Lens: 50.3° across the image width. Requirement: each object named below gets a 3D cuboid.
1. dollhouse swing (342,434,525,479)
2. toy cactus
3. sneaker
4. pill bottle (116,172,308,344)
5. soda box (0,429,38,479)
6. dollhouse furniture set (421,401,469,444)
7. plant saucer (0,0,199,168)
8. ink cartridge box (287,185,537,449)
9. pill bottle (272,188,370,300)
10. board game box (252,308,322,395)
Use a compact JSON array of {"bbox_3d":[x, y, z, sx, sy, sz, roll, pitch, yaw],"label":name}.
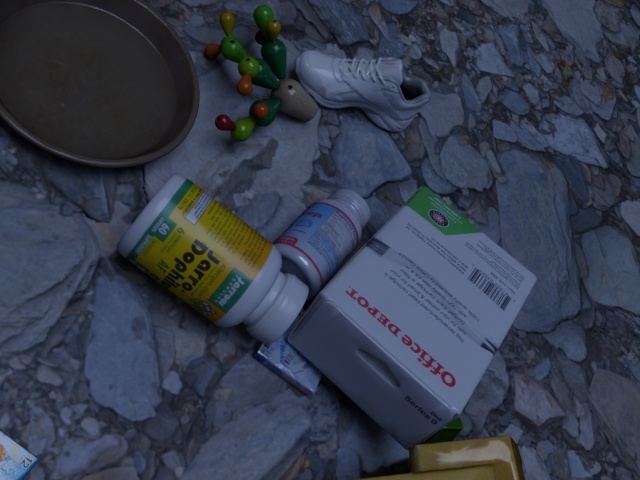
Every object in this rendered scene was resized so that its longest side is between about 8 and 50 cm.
[{"bbox_3d":[0.111,0.431,0.796,0.315,0.304,0.347,47,33,-64],"label":"dollhouse swing"},{"bbox_3d":[-0.081,-0.220,0.972,0.180,0.112,0.219,29,50,-42],"label":"toy cactus"},{"bbox_3d":[0.073,-0.256,1.063,0.232,0.115,0.091,13,61,-28],"label":"sneaker"},{"bbox_3d":[-0.120,0.027,0.797,0.208,0.117,0.118,39,52,-12],"label":"pill bottle"},{"bbox_3d":[-0.333,0.250,0.588,0.063,0.058,0.183,42,52,-10],"label":"soda box"},{"bbox_3d":[0.154,0.209,0.955,0.076,0.059,0.152,7,45,-23],"label":"dollhouse furniture set"},{"bbox_3d":[-0.287,-0.209,0.852,0.277,0.041,0.278,15,61,-28],"label":"plant saucer"},{"bbox_3d":[0.126,0.089,0.891,0.211,0.122,0.289,41,46,7],"label":"ink cartridge box"},{"bbox_3d":[0.000,0.000,0.911,0.087,0.087,0.160,47,51,-6],"label":"pill bottle"},{"bbox_3d":[-0.030,0.135,0.869,0.090,0.020,0.090,38,52,-11],"label":"board game box"}]
